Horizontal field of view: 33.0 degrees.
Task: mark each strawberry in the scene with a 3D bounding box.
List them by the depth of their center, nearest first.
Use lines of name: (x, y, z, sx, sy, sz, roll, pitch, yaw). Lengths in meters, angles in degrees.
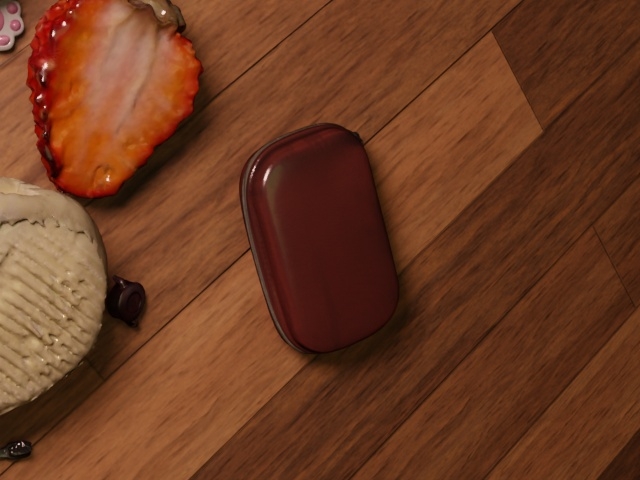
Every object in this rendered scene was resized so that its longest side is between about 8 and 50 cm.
strawberry: (-0.338, -0.235, 1.648, 0.265, 0.149, 0.336, 15, 100, -39)

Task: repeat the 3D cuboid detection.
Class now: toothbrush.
toothbrush: (-0.585, 0.340, 1.641, 0.297, 0.030, 0.030, -5, 74, -30)

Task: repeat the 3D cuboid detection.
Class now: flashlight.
flashlight: (-0.529, -0.313, 1.563, 0.200, 0.047, 0.093, -14, 104, -30)

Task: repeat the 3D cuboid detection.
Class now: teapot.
teapot: (-0.319, 0.100, 1.759, 0.068, 0.045, 0.100, -43, 137, -43)

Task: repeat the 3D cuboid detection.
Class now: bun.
bun: (-0.479, 0.068, 1.550, 0.359, 0.211, 0.360, -20, 125, -32)

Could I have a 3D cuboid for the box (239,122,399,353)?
box: (0.000, 0.000, 1.901, 0.263, 0.108, 0.404, -23, 109, -28)
